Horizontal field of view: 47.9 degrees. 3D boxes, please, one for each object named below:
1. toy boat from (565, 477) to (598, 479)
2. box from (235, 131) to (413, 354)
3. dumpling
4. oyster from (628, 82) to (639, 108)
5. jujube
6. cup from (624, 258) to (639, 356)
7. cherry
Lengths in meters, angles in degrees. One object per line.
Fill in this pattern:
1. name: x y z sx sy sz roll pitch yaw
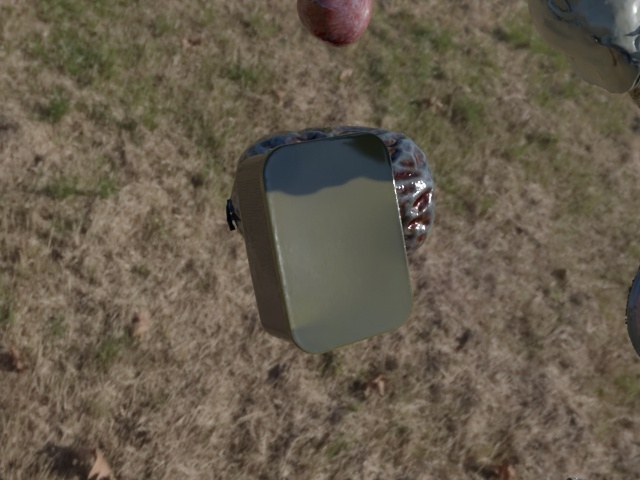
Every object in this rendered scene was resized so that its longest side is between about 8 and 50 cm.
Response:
1. toy boat: 0.349 0.315 0.864 0.115 0.016 0.063 19 20 -28
2. box: 0.000 0.000 0.723 0.144 0.090 0.201 -15 99 -28
3. dumpling: 0.350 -0.304 0.963 0.142 0.172 0.247 -18 82 -1
4. oyster: 0.644 -0.284 1.449 0.080 0.038 0.083 -67 142 -68
5. jujube: 0.018 -0.067 1.133 0.317 0.226 0.226 -1 46 7
6. cup: 0.486 0.099 0.727 0.203 0.203 0.288 10 12 -23
7. cherry: 0.006 -0.331 0.900 0.090 0.225 0.107 30 73 34
